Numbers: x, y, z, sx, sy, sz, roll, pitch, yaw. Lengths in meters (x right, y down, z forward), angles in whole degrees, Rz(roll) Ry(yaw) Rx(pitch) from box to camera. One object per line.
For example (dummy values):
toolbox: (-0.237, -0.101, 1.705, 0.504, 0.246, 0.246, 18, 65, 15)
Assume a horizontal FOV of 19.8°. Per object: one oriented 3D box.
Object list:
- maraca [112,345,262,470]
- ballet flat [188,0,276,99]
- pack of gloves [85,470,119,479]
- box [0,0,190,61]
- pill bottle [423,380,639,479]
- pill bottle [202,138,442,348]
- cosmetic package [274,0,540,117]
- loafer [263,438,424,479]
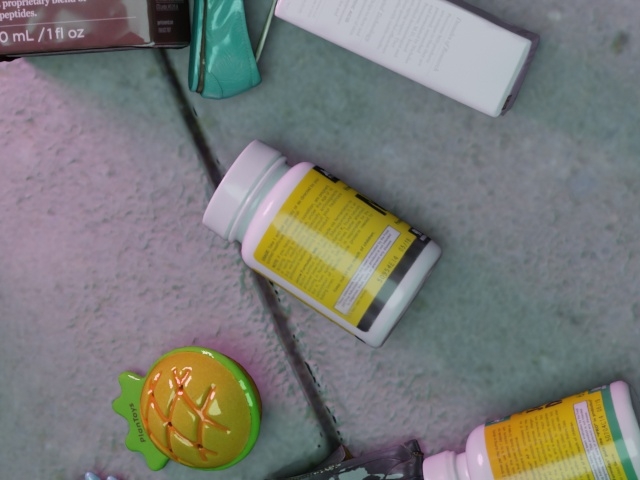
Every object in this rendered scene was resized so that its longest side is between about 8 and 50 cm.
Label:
maraca: (-0.133, 0.169, 1.809, 0.186, 0.099, 0.127, -16, 92, 38)
ballet flat: (-0.085, -0.259, 1.761, 0.087, 0.083, 0.247, -2, 97, -13)
pack of gloves: (-0.233, 0.363, 1.842, 0.195, 0.046, 0.232, -35, 92, -6)
box: (-0.239, -0.366, 1.740, 0.191, 0.143, 0.381, -3, 95, 12)
pill bottle: (0.209, 0.217, 1.735, 0.208, 0.117, 0.117, -20, 93, 13)
pill bottle: (0.000, 0.000, 1.747, 0.208, 0.119, 0.119, 33, 102, 5)
cosmetic package: (0.083, -0.200, 1.708, 0.231, 0.117, 0.085, 24, 102, 6)
loafer: (0.023, 0.232, 1.809, 0.170, 0.062, 0.061, -5, 74, 8)
